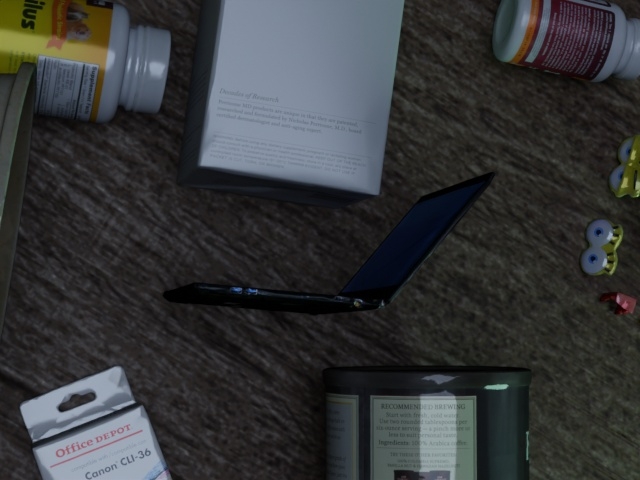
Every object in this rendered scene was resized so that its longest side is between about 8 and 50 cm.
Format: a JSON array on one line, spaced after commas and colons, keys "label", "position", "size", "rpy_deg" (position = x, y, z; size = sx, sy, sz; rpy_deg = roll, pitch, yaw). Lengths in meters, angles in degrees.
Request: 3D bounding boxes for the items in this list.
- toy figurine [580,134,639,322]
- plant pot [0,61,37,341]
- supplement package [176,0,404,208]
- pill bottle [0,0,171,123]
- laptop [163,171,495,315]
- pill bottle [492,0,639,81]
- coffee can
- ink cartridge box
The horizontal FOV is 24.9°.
[{"label": "toy figurine", "position": [0.434, -0.078, 1.479], "size": [0.191, 0.217, 0.363], "rpy_deg": [25, 82, -10]}, {"label": "plant pot", "position": [-0.418, -0.010, 1.232], "size": [0.305, 0.334, 0.334], "rpy_deg": [8, 85, -10]}, {"label": "supplement package", "position": [-0.026, -0.191, 1.404], "size": [0.175, 0.177, 0.293], "rpy_deg": [8, 86, -11]}, {"label": "pill bottle", "position": [-0.255, -0.177, 1.382], "size": [0.215, 0.117, 0.117], "rpy_deg": [8, 85, -12]}, {"label": "laptop", "position": [0.000, 0.000, 1.369], "size": [0.264, 0.234, 0.137], "rpy_deg": [6, 84, -12]}, {"label": "pill bottle", "position": [0.263, -0.213, 1.516], "size": [0.152, 0.086, 0.086], "rpy_deg": [12, 84, -11]}, {"label": "coffee can", "position": [0.102, 0.260, 1.393], "size": [0.201, 0.201, 0.275], "rpy_deg": [1, 87, -12]}, {"label": "ink cartridge box", "position": [-0.205, 0.231, 1.394], "size": [0.115, 0.067, 0.198], "rpy_deg": [-21, 91, -12]}]
